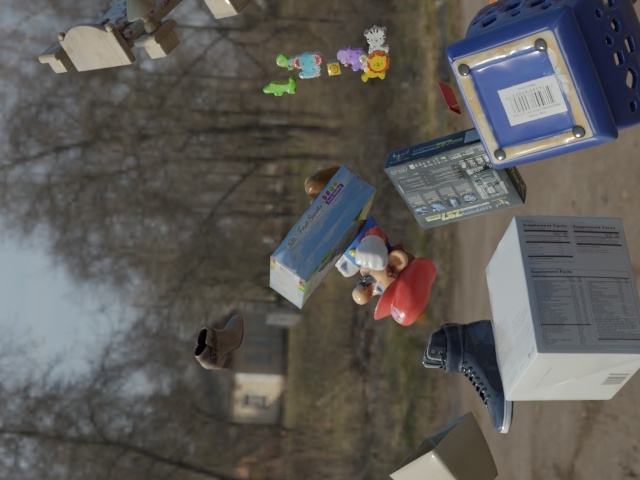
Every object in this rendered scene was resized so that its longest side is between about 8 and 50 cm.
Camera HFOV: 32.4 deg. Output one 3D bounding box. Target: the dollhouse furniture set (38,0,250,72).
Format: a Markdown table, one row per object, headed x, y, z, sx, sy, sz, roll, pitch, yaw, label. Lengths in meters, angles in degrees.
| x | y | z | sx | sy | sz | roll | pitch | yaw | label |
| --- | --- | --- | --- | --- | --- | --- | --- | --- | --- |
| -0.235 | -0.402 | 1.540 | 0.303 | 0.356 | 0.173 | -51 | -56 | -31 | dollhouse furniture set |

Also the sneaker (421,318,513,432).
| x | y | z | sx | sy | sz | roll | pitch | yaw | label |
| --- | --- | --- | --- | --- | --- | --- | --- | --- | --- |
| 0.278 | 0.262 | 2.106 | 0.086 | 0.163 | 0.226 | 98 | 168 | -64 | sneaker |

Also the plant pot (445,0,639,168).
| x | y | z | sx | sy | sz | roll | pitch | yaw | label |
| --- | --- | --- | --- | --- | --- | --- | --- | --- | --- |
| 0.333 | -0.240 | 1.607 | 0.212 | 0.236 | 0.236 | -40 | -69 | -48 | plant pot |

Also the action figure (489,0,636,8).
| x | y | z | sx | sy | sz | roll | pitch | yaw | label |
| --- | --- | --- | --- | --- | --- | --- | --- | --- | --- |
| 0.377 | -0.397 | 1.821 | 0.330 | 0.179 | 0.341 | 48 | 164 | 50 | action figure |

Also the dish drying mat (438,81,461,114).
| x | y | z | sx | sy | sz | roll | pitch | yaw | label |
| --- | --- | --- | --- | --- | --- | --- | --- | --- | --- |
| 0.248 | -0.273 | 2.113 | 0.008 | 0.032 | 0.083 | -52 | 33 | 32 | dish drying mat |

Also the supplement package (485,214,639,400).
| x | y | z | sx | sy | sz | roll | pitch | yaw | label |
| --- | --- | --- | --- | --- | --- | --- | --- | --- | --- |
| 0.419 | 0.118 | 1.902 | 0.199 | 0.198 | 0.262 | 104 | 164 | -59 | supplement package |

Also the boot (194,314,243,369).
| x | y | z | sx | sy | sz | roll | pitch | yaw | label |
| --- | --- | --- | --- | --- | --- | --- | --- | --- | --- |
| -0.182 | 0.174 | 1.963 | 0.087 | 0.042 | 0.118 | 40 | -125 | -48 | boot |

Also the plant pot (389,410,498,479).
| x | y | z | sx | sy | sz | roll | pitch | yaw | label |
| --- | --- | --- | --- | --- | --- | --- | --- | --- | --- |
| 0.185 | 0.325 | 1.565 | 0.109 | 0.096 | 0.109 | -33 | -7 | -44 | plant pot |

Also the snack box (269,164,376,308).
| x | y | z | sx | sy | sz | roll | pitch | yaw | label |
| --- | --- | --- | --- | --- | --- | --- | --- | --- | --- |
| 0.000 | 0.000 | 1.643 | 0.174 | 0.070 | 0.207 | -52 | -8 | -14 | snack box |

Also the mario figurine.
| x | y | z | sx | sy | sz | roll | pitch | yaw | label |
| --- | --- | --- | --- | --- | --- | --- | --- | --- | --- |
| 0.065 | 0.026 | 1.947 | 0.170 | 0.198 | 0.320 | -49 | 60 | 23 | mario figurine |

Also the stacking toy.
| x | y | z | sx | sy | sz | roll | pitch | yaw | label |
| --- | --- | --- | --- | --- | --- | --- | --- | --- | --- |
| 0.016 | -0.316 | 1.930 | 0.167 | 0.221 | 0.052 | -78 | -23 | -64 | stacking toy |

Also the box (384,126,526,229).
| x | y | z | sx | sy | sz | roll | pitch | yaw | label |
| --- | --- | --- | --- | --- | --- | --- | --- | --- | --- |
| 0.271 | -0.124 | 2.211 | 0.183 | 0.233 | 0.059 | 54 | -143 | -33 | box |
